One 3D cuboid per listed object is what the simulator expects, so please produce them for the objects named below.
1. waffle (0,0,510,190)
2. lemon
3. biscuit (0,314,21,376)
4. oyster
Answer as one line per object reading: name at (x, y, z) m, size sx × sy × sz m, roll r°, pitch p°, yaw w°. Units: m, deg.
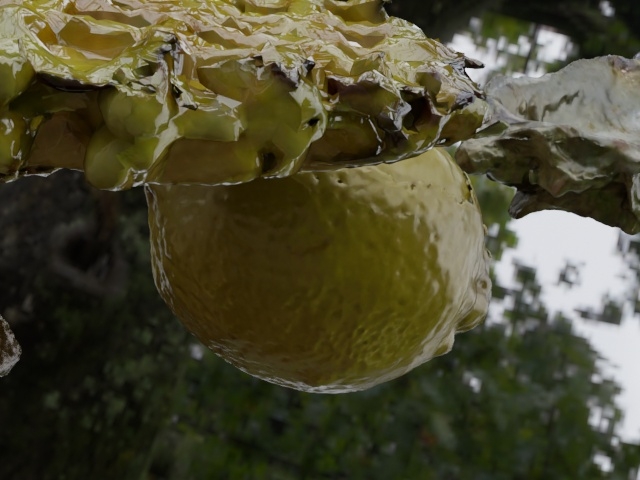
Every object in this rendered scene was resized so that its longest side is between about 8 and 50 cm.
waffle at (-0.108, -0.108, 0.904) m, size 0.379 × 0.382 × 0.095 m, roll 28°, pitch -65°, yaw 46°
lemon at (0.000, 0.000, 1.134) m, size 0.260 × 0.204 × 0.204 m, roll 20°, pitch -36°, yaw -17°
biscuit at (-0.254, 0.050, 0.856) m, size 0.025 × 0.231 × 0.131 m, roll -30°, pitch -89°, yaw 33°
oyster at (0.265, -0.070, 1.387) m, size 0.221 × 0.361 × 0.096 m, roll 26°, pitch -60°, yaw 36°
